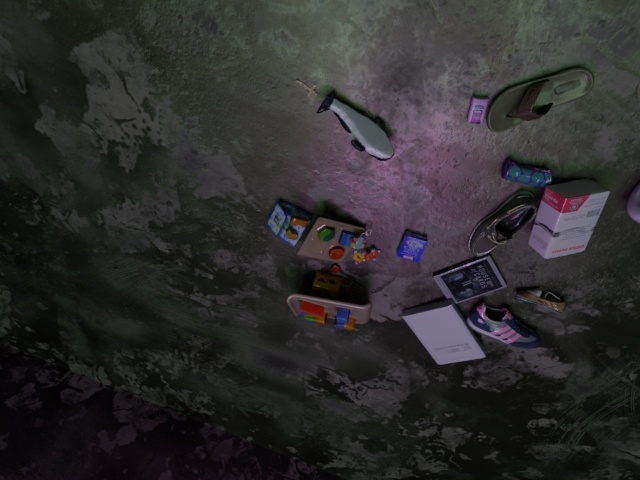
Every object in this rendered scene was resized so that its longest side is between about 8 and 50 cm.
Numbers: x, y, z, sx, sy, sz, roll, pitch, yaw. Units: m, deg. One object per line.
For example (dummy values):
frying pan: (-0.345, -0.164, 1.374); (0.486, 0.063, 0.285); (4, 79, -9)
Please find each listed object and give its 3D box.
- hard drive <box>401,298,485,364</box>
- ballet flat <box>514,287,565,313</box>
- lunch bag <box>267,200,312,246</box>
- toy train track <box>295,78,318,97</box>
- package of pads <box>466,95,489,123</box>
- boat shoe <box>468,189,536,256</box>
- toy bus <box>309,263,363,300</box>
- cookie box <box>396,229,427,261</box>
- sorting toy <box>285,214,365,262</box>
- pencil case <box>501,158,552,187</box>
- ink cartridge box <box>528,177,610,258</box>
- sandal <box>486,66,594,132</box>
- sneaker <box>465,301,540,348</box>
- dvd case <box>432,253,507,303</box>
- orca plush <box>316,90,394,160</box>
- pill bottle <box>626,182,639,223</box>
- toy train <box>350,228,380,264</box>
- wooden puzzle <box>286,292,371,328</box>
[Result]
hard drive: (0.550, 0.415, 1.865); (0.232, 0.047, 0.353); (-21, 119, 33)
ballet flat: (0.880, 0.228, 1.672); (0.206, 0.073, 0.067); (19, 100, -4)
lunch bag: (-0.130, -0.071, 1.661); (0.151, 0.096, 0.129); (34, 128, 3)
toy train track: (-0.046, -0.502, 1.379); (0.083, 0.014, 0.048); (32, 125, -10)
package of pads: (0.492, -0.410, 1.314); (0.050, 0.032, 0.083); (9, 126, 10)
boat shoe: (0.645, -0.044, 1.503); (0.109, 0.091, 0.305); (29, 126, -9)
toy bus: (0.053, 0.216, 1.813); (0.202, 0.104, 0.191); (-23, 118, 26)
cookie box: (0.358, 0.023, 1.647); (0.091, 0.040, 0.107); (17, 126, 0)
sorting toy: (0.000, 0.000, 1.639); (0.307, 0.041, 0.229); (12, 132, -27)
pencil case: (0.681, -0.221, 1.386); (0.151, 0.065, 0.070); (12, 143, 3)
ink cartridge box: (0.823, -0.071, 1.403); (0.171, 0.100, 0.237); (-10, 126, -12)
sandal: (0.643, -0.417, 1.240); (0.302, 0.086, 0.120); (-22, 118, 25)
sneaker: (0.783, 0.352, 1.743); (0.318, 0.112, 0.131); (17, 130, -1)
dvd case: (0.603, 0.160, 1.697); (0.238, 0.030, 0.179); (-25, 117, 28)
orca plush: (0.112, -0.355, 1.398); (0.287, 0.151, 0.102); (27, 158, -10)
pill bottle: (1.157, -0.072, 1.313); (0.322, 0.182, 0.182); (28, 126, -8)
toy train: (0.170, 0.026, 1.667); (0.125, 0.046, 0.166); (-33, 131, -16)
wooden puzzle: (0.041, 0.319, 1.813); (0.347, 0.081, 0.322); (5, 158, 7)
